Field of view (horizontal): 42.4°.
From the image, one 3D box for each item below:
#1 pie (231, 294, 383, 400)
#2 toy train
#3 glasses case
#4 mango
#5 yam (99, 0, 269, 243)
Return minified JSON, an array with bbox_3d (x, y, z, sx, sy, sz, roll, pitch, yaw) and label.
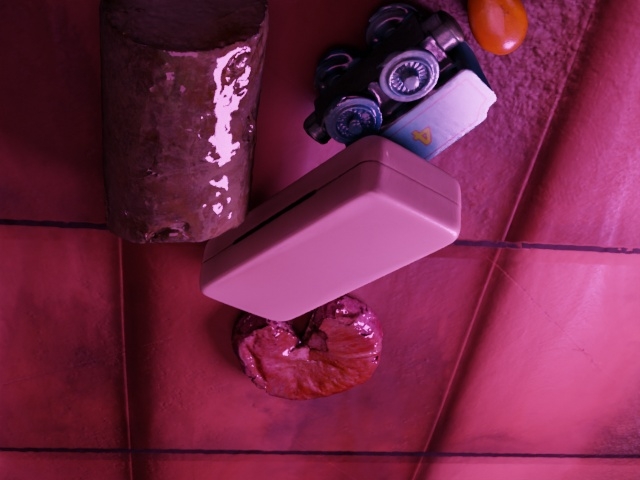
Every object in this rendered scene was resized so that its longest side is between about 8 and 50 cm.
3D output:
[{"bbox_3d":[-0.015,0.157,1.191,0.218,0.054,0.204,-20,131,13],"label":"pie"},{"bbox_3d":[0.083,-0.154,0.885,0.198,0.107,0.154,-36,133,25],"label":"toy train"},{"bbox_3d":[0.000,0.000,0.962,0.144,0.076,0.336,24,145,-32],"label":"glasses case"},{"bbox_3d":[0.182,-0.236,0.858,0.060,0.046,0.089,-17,119,7],"label":"mango"},{"bbox_3d":[-0.145,-0.121,0.858,0.168,0.168,0.304,3,130,-8],"label":"yam"}]
